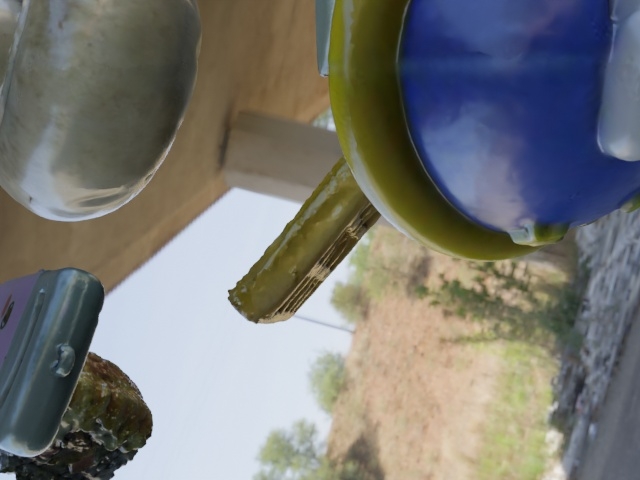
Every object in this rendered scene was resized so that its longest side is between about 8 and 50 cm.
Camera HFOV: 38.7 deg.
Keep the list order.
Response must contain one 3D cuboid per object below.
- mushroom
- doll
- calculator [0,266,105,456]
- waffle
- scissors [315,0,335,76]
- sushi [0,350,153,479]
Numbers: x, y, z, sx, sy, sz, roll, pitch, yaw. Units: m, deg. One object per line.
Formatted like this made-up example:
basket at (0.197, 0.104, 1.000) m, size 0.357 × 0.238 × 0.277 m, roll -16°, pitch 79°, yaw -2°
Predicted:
mushroom at (-0.261, -0.151, 0.915) m, size 0.356 × 0.315 × 0.315 m, roll -49°, pitch -22°, yaw -30°
doll at (0.146, -0.084, 0.382) m, size 0.243 × 0.311 × 0.159 m, roll -16°, pitch 80°, yaw 53°
calculator at (-0.235, 0.092, 0.718) m, size 0.246 × 0.045 × 0.141 m, roll -8°, pitch 61°, yaw 58°
waffle at (0.000, 0.000, 1.033) m, size 0.221 × 0.055 × 0.248 m, roll -50°, pitch -7°, yaw 1°
scissors at (0.013, -0.256, 0.701) m, size 0.041 × 0.138 × 0.289 m, roll -20°, pitch -46°, yaw -26°
sushi at (-0.351, 0.261, 1.302) m, size 0.184 × 0.139 × 0.274 m, roll -44°, pitch -44°, yaw 5°
